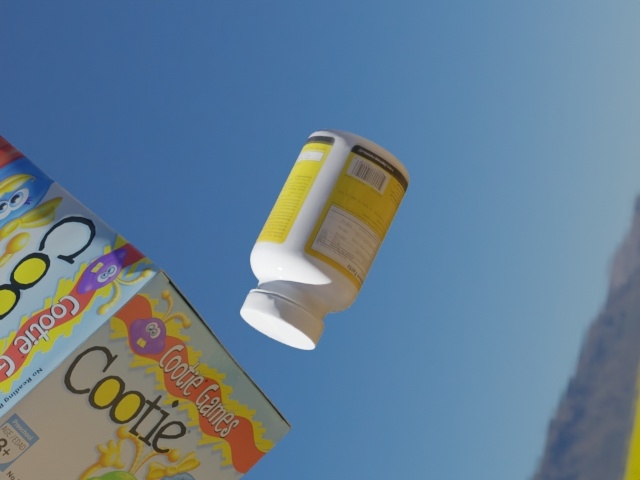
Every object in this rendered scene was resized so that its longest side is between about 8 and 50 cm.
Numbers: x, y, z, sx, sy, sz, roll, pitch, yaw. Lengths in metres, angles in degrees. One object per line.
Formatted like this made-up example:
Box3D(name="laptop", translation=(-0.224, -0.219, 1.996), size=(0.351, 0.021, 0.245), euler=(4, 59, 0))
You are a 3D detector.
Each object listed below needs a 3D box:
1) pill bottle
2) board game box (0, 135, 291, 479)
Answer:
Box3D(name="pill bottle", translation=(0.000, 0.000, 1.620), size=(0.184, 0.103, 0.103), euler=(-64, -16, -16))
Box3D(name="board game box", translation=(-0.166, 0.061, 1.076), size=(0.142, 0.275, 0.144), euler=(-43, -55, -9))
